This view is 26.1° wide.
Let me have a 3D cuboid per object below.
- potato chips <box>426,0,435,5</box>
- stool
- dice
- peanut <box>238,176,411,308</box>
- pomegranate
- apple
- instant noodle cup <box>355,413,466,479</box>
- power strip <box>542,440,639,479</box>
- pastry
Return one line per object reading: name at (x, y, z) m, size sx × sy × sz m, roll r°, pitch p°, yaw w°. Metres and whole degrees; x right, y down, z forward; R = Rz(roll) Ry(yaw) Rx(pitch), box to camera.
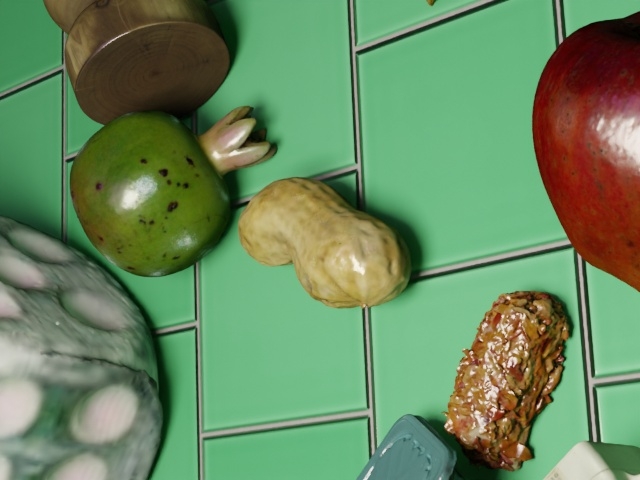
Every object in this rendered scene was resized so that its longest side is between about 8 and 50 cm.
potato chips at (0.163, -0.302, 1.311) m, size 0.204 × 0.026 × 0.037 m, roll -43°, pitch 69°, yaw 29°
stool at (-0.227, -0.283, 1.576) m, size 0.179 × 0.179 × 0.264 m, roll -42°, pitch 55°, yaw 31°
dice at (-0.400, 0.176, 1.550) m, size 0.348 × 0.330 × 0.328 m, roll 41°, pitch 111°, yaw 39°
peanut at (0.000, 0.000, 1.361) m, size 0.103 × 0.098 × 0.229 m, roll -49°, pitch 44°, yaw -9°
pomegranate at (-0.158, -0.067, 1.488) m, size 0.225 × 0.187 × 0.187 m, roll -32°, pitch 57°, yaw 3°
apple at (0.269, -0.074, 1.040) m, size 0.234 × 0.234 × 0.234 m, roll -10°, pitch 75°, yaw 43°
instant noodle cup at (0.069, 0.253, 1.211) m, size 0.179 × 0.070 × 0.157 m, roll -54°, pitch 13°, yaw 0°
power strip at (0.161, 0.288, 1.146) m, size 0.338 × 0.098 × 0.058 m, roll -53°, pitch 50°, yaw 23°
pastry at (0.156, 0.122, 1.208) m, size 0.087 × 0.063 × 0.169 m, roll 23°, pitch 97°, yaw 42°
